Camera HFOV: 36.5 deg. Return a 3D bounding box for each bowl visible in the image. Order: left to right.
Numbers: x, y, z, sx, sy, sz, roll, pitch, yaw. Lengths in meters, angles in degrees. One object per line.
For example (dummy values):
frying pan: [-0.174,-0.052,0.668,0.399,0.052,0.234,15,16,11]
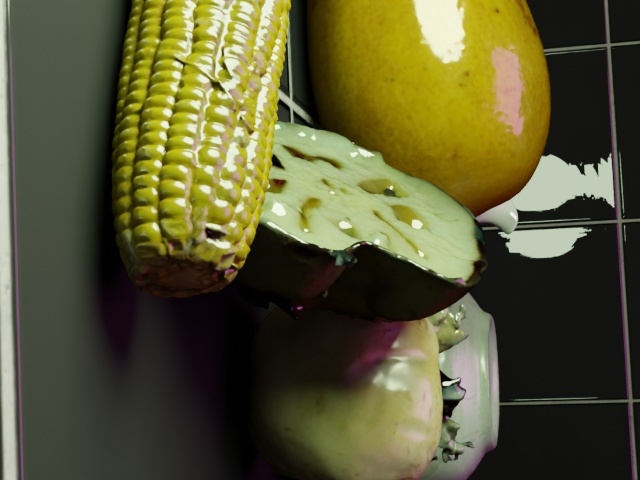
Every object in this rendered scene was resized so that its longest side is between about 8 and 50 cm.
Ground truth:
bowl: [0.142,0.181,1.246,0.307,0.163,0.307,-2,90,-76]

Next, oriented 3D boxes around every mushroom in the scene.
mushroom: [0.015,0.097,0.628,0.112,0.148,0.148,37,50,-62]

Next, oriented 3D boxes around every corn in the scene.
corn: [-0.053,-0.086,0.458,0.080,0.080,0.231,66,22,-62]

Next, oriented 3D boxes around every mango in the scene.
mango: [0.092,-0.199,0.922,0.264,0.221,0.377,-51,129,-69]

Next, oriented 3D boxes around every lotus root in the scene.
lotus root: [0.001,-0.001,0.561,0.077,0.183,0.203,-67,172,19]

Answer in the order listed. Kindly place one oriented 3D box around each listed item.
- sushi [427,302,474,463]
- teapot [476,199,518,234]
sushi: [0.043,0.096,0.759,0.139,0.131,0.290,-125,-149,-80]
teapot: [0.206,-0.127,1.598,0.298,0.139,0.204,67,-31,23]
